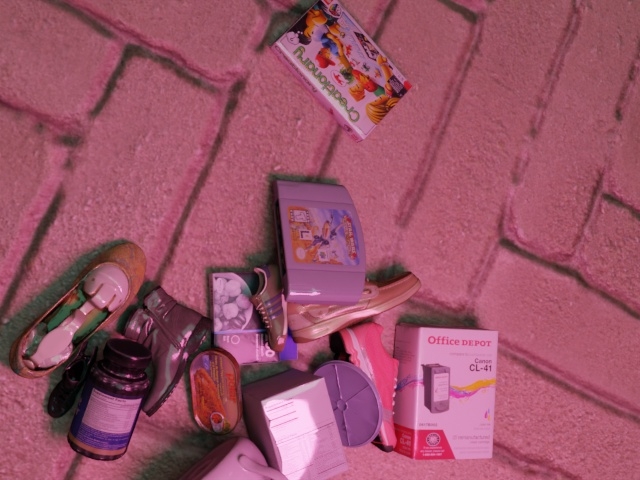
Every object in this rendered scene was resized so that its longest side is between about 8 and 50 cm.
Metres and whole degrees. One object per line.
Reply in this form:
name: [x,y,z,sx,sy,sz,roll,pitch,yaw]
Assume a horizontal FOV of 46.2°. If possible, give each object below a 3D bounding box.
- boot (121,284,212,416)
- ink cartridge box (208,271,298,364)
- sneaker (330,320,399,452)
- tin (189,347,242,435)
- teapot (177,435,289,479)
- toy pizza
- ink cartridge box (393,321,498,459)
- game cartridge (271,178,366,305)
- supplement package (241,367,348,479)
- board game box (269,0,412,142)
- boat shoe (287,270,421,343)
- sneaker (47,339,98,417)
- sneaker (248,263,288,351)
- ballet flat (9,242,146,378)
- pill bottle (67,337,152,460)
boot: [-0.352,0.231,1.584,0.161,0.083,0.247,30,77,-5]
ink cartridge box: [-0.143,0.172,1.674,0.208,0.045,0.206,-1,87,-23]
sneaker: [0.137,0.335,1.737,0.136,0.116,0.314,-20,95,-22]
tin: [-0.221,0.322,1.606,0.106,0.040,0.190,0,100,17]
teapot: [-0.186,0.535,1.524,0.252,0.256,0.187,-39,91,-11]
toy pizza: [0.056,0.364,1.679,0.032,0.201,0.201,-16,94,-55]
ink cartridge box: [0.294,0.357,1.790,0.226,0.131,0.306,5,87,-21]
game cartridge: [0.000,0.000,1.672,0.198,0.062,0.297,1,62,-18]
supplement package: [-0.064,0.402,1.612,0.149,0.194,0.203,-16,94,-22]
board game box: [0.052,-0.408,1.772,0.305,0.053,0.193,45,74,-14]
boat shoe: [0.078,0.127,1.719,0.341,0.121,0.110,-21,91,-24]
sneaker: [-0.497,0.278,1.497,0.051,0.089,0.170,33,79,1]
sneaker: [-0.117,0.142,1.628,0.086,0.064,0.192,10,75,-22]
ballet flat: [-0.476,0.142,1.507,0.348,0.123,0.123,-46,103,-17]
pill bottle: [-0.413,0.313,1.491,0.122,0.123,0.219,18,97,-20]
